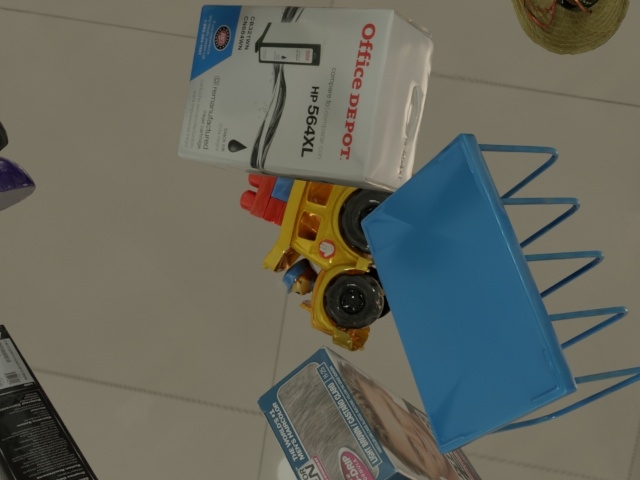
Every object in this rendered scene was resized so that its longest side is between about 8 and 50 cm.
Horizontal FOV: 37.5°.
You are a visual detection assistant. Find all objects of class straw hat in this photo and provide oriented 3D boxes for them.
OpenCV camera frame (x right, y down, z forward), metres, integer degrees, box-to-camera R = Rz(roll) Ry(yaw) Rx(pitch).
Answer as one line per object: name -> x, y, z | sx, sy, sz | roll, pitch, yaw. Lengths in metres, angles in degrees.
straw hat -> 0.237, -0.236, 0.833 | 0.061, 0.144, 0.145 | -18, 95, -29

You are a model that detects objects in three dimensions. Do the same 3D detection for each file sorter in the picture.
file sorter -> 0.122, 0.034, 0.624 | 0.118, 0.104, 0.170 | -42, 59, 47

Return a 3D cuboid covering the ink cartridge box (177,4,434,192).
ink cartridge box -> -0.015, -0.130, 0.848 | 0.203, 0.086, 0.148 | 9, 89, 31

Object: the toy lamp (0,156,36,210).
toy lamp -> -0.264, -0.145, 0.588 | 0.080, 0.080, 0.275 | -22, 89, 9

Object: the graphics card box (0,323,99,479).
graphics card box -> -0.360, 0.297, 1.135 | 0.094, 0.371, 0.233 | -14, 125, -33

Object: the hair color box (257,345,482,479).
hair color box -> 0.085, 0.268, 1.101 | 0.105, 0.347, 0.174 | -40, 52, 8

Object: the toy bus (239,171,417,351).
toy bus -> 0.000, 0.000, 1.136 | 0.211, 0.149, 0.220 | 17, 94, 10

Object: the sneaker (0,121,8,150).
sneaker -> -0.346, -0.031, 0.759 | 0.090, 0.232, 0.081 | 3, 137, 26
